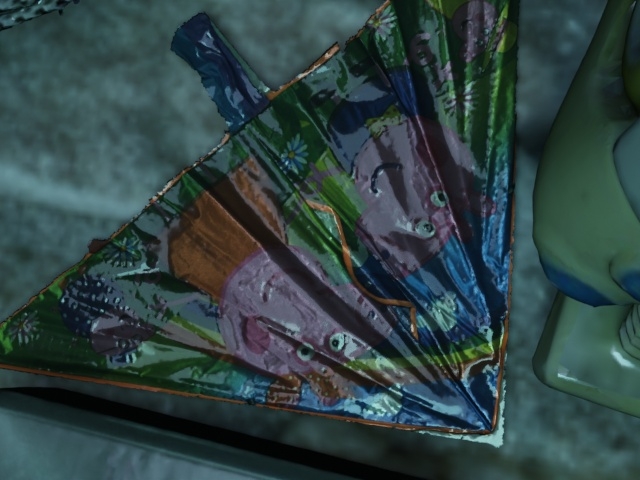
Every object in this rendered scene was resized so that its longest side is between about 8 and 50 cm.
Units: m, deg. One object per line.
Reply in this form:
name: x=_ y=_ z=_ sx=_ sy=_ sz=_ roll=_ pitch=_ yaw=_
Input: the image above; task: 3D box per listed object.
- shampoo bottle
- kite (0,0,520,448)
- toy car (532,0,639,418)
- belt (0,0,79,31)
shampoo bottle: x=-0.023 y=0.123 z=0.526 sx=0.246 sy=0.079 sz=0.080 roll=12 pitch=87 yaw=12
kite: x=0.000 y=0.000 z=0.571 sx=0.321 sy=0.016 sz=0.234 roll=-39 pitch=79 yaw=6
toy car: x=0.216 y=-0.093 z=0.455 sx=0.242 sy=0.226 sz=0.336 roll=19 pitch=69 yaw=0
belt: x=-0.220 y=-0.102 z=0.530 sx=0.359 sy=0.126 sz=0.094 roll=-18 pitch=40 yaw=24
